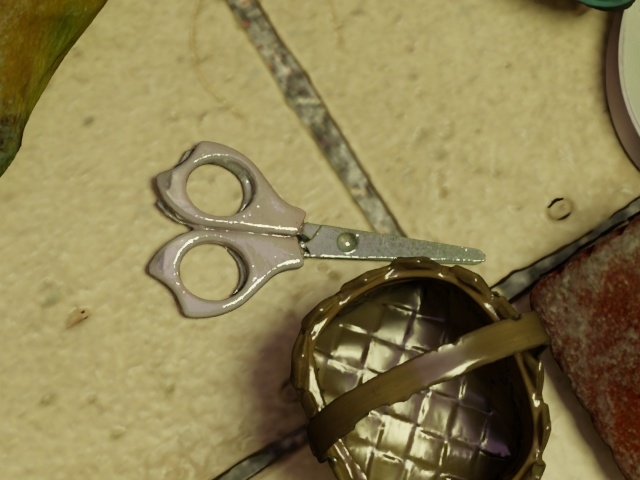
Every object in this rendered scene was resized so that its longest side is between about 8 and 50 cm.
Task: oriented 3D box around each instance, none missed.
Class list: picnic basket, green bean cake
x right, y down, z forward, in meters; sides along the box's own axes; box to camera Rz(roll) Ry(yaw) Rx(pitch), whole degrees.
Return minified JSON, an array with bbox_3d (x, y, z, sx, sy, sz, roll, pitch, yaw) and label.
[{"bbox_3d":[0.053,0.077,0.815,0.128,0.178,0.137,-27,82,-12],"label":"picnic basket"},{"bbox_3d":[0.194,0.050,0.868,0.056,0.135,0.135,-18,76,-48],"label":"green bean cake"}]

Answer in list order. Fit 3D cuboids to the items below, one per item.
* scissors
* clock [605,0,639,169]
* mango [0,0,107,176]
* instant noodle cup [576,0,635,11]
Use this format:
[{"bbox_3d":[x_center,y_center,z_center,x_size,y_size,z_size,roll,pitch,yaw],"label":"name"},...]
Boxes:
[{"bbox_3d":[0.000,0.000,0.913,0.189,0.015,0.100,6,78,-8],"label":"scissors"},{"bbox_3d":[0.252,-0.124,0.948,0.198,0.064,0.172,-32,84,-14],"label":"clock"},{"bbox_3d":[-0.182,-0.186,0.870,0.193,0.146,0.316,13,90,-3],"label":"mango"},{"bbox_3d":[0.140,-0.227,0.953,0.157,0.070,0.179,30,76,1],"label":"instant noodle cup"}]
